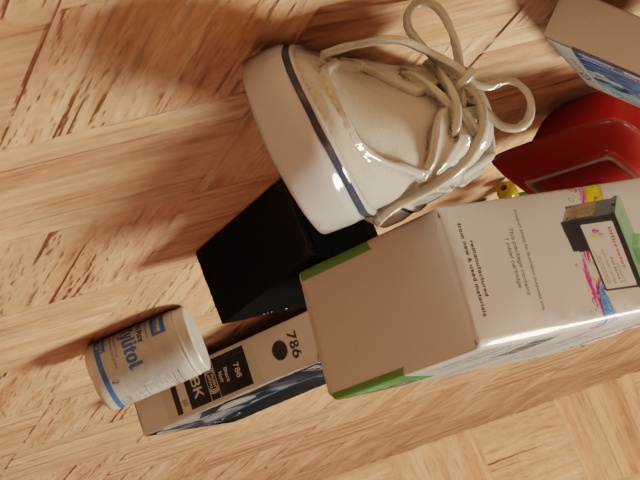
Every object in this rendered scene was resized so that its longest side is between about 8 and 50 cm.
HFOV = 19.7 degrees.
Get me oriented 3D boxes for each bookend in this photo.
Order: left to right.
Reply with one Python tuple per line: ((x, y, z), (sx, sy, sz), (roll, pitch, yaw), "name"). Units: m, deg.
((0.000, 0.000, 1.615), (0.156, 0.072, 0.157), (-11, 163, -36), "bookend")

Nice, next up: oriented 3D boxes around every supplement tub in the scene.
((-0.169, 0.115, 1.801), (0.107, 0.071, 0.071), (-24, 166, 4), "supplement tub")

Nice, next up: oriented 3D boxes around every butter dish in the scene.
((0.263, -0.084, 1.641), (0.160, 0.118, 0.160), (36, 147, -28), "butter dish")

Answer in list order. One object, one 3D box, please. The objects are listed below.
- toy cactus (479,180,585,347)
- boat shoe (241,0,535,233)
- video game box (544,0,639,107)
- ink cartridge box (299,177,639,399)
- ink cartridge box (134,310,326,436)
((0.226, 0.025, 1.882), (0.112, 0.180, 0.219), (-40, 176, -16), "toy cactus")
((0.066, -0.083, 1.271), (0.156, 0.136, 0.367), (-25, 169, 12), "boat shoe")
((0.282, -0.115, 1.392), (0.048, 0.205, 0.187), (-65, 160, 4), "video game box")
((0.158, 0.036, 1.527), (0.278, 0.117, 0.201), (-9, 169, -36), "ink cartridge box")
((-0.036, 0.134, 2.051), (0.333, 0.065, 0.165), (-27, 165, 34), "ink cartridge box")
